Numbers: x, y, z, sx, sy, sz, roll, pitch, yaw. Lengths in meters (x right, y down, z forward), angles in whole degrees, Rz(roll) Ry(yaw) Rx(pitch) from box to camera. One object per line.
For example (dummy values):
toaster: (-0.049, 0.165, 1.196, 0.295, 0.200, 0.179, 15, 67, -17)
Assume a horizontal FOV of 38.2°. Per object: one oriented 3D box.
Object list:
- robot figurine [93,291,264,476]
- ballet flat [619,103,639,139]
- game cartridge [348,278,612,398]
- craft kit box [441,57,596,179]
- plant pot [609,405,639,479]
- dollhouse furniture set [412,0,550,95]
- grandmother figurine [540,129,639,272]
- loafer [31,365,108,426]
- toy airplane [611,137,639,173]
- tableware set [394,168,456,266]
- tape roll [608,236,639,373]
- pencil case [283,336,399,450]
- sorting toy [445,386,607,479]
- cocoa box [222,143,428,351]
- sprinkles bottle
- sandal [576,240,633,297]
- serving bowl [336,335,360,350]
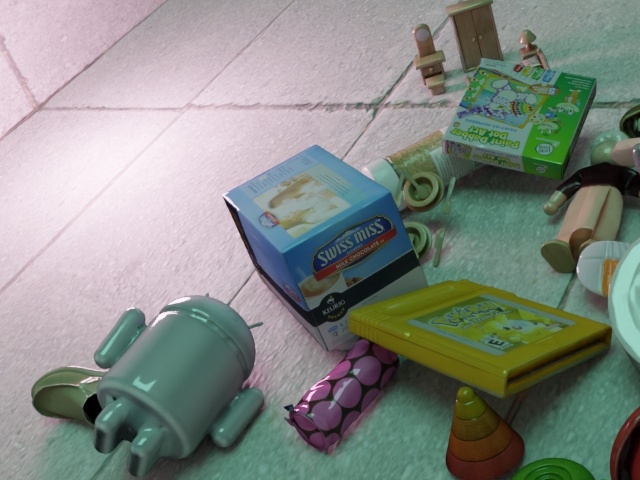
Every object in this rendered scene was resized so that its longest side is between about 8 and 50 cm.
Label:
robot figurine: (-0.247, 0.235, 1.612, 0.300, 0.200, 0.353, 35, 54, 5)
ballet flat: (0.729, -0.217, 1.755, 0.342, 0.116, 0.124, 9, 15, 38)
game cartridge: (0.254, 0.142, 1.494, 0.285, 0.053, 0.323, -14, 24, -40)
craft kit box: (0.406, -0.252, 1.883, 0.249, 0.061, 0.247, 15, 61, 22)
plant pot: (0.479, 0.293, 1.157, 0.191, 0.191, 0.174, -30, 28, -12)
dollhouse furniture set: (0.378, -0.424, 2.195, 0.303, 0.174, 0.355, -16, 34, 10)
grandmother figurine: (0.523, -0.085, 1.723, 0.207, 0.104, 0.342, 7, 46, 23)
loafer: (-0.431, 0.296, 1.719, 0.268, 0.102, 0.092, -7, 31, 19)
toy airplane: (0.697, -0.136, 1.496, 0.384, 0.273, 0.386, 6, -1, 7)
tableware set: (0.186, -0.050, 1.823, 0.128, 0.039, 0.194, 6, 74, 31)
tape roll: (0.576, 0.097, 1.360, 0.286, 0.100, 0.286, -17, 53, 24)
pencil case: (0.037, 0.247, 1.545, 0.209, 0.095, 0.098, -40, 23, -29)
sorting toy: (0.285, 0.295, 1.258, 0.127, 0.126, 0.365, -29, 24, -19)
cocoa box: (0.000, 0.000, 1.743, 0.231, 0.228, 0.347, -29, 29, -12)
sprinkles bottle: (0.266, -0.179, 1.968, 0.355, 0.121, 0.121, -27, 35, -8)
sandal: (0.552, 0.071, 1.514, 0.265, 0.076, 0.102, 10, 68, 36)
serving bowl: (0.051, 0.164, 1.701, 0.083, 0.027, 0.083, -14, 35, 10)
